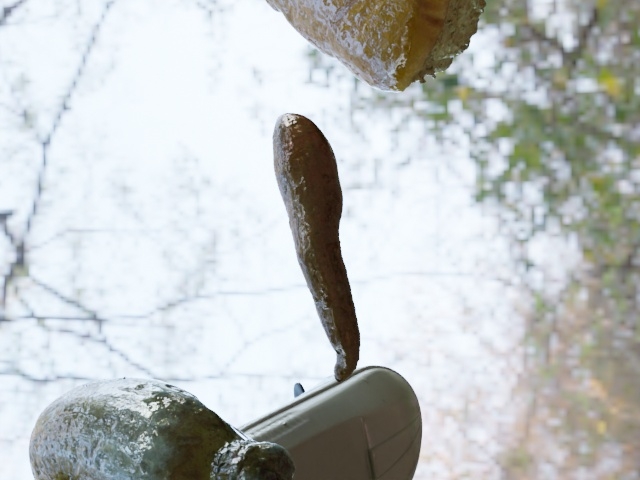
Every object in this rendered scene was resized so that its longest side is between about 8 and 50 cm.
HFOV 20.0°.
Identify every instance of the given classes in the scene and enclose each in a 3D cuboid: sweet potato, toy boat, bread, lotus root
[{"bbox_3d":[0.000,0.000,1.386,0.050,0.050,0.214,8,-113,-56],"label":"sweet potato"},{"bbox_3d":[-0.008,0.187,1.502,0.269,0.141,0.140,-30,-65,-65],"label":"toy boat"},{"bbox_3d":[0.046,-0.245,1.619,0.121,0.245,0.174,-12,-49,-34],"label":"bread"},{"bbox_3d":[-0.087,0.130,1.015,0.113,0.192,0.088,51,-122,-30],"label":"lotus root"}]
